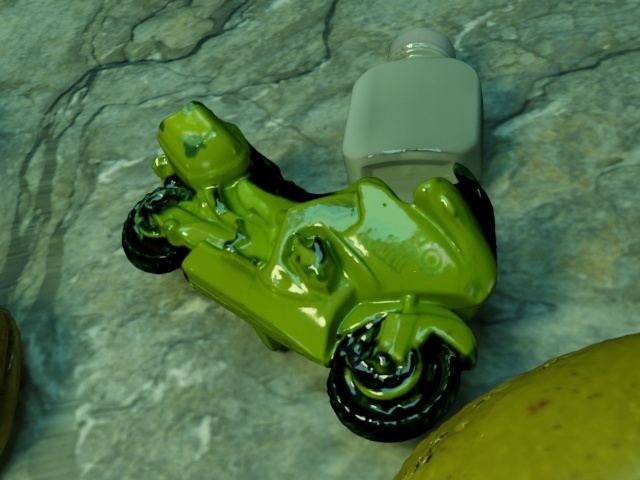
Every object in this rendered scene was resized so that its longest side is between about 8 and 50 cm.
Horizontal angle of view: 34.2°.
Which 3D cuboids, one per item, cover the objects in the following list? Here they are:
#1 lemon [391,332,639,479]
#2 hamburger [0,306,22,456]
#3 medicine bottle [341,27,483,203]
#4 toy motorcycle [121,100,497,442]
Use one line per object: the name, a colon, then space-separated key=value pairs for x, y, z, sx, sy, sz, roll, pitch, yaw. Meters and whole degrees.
lemon: x=0.161 y=0.171 z=0.479 sx=0.310 sy=0.258 sz=0.258 roll=-27 pitch=44 yaw=-4
hamburger: x=-0.332 y=0.110 z=0.787 sx=0.214 sy=0.108 sz=0.213 roll=-9 pitch=44 yaw=9
medicine bottle: x=0.086 y=-0.113 z=0.929 sx=0.119 sy=0.069 sz=0.183 roll=-4 pitch=45 yaw=13
toy motorcycle: x=-0.001 y=-0.002 z=0.788 sx=0.342 sy=0.142 sz=0.206 roll=31 pitch=58 yaw=35
